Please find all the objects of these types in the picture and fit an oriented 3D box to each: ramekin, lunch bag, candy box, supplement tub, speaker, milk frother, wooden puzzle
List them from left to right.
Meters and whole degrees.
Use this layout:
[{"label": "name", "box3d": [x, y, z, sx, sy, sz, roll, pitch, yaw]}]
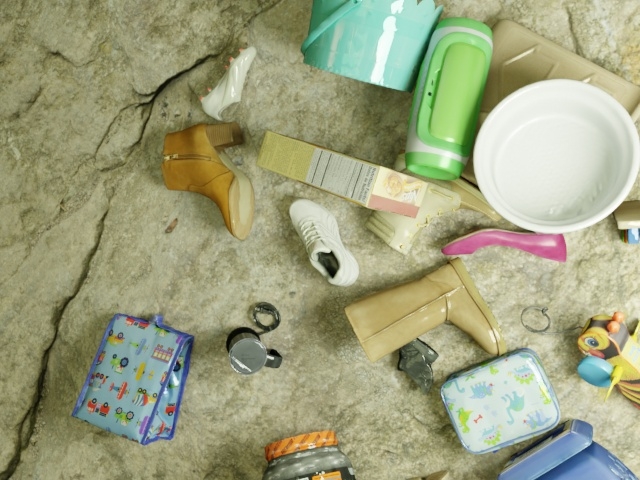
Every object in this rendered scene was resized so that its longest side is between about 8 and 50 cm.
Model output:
[{"label": "lunch bag", "box3d": [-0.450, 0.324, 1.685, 0.221, 0.138, 0.293, 14, 86, 21]}, {"label": "milk frother", "box3d": [-0.150, 0.222, 1.563, 0.129, 0.135, 0.143, 0, 94, -12]}, {"label": "supplement tub", "box3d": [-0.010, 0.596, 1.459, 0.207, 0.207, 0.338, -21, 66, 18]}, {"label": "candy box", "box3d": [0.040, -0.139, 1.419, 0.316, 0.183, 0.087, 23, 99, 38]}, {"label": "speaker", "box3d": [0.251, -0.275, 1.336, 0.131, 0.131, 0.296, 12, 85, 19]}, {"label": "lunch bag", "box3d": [0.372, 0.335, 1.409, 0.219, 0.090, 0.176, -27, 81, 17]}, {"label": "wooden puzzle", "box3d": [0.421, -0.236, 1.381, 0.348, 0.080, 0.322, 35, 94, 20]}, {"label": "ramekin", "box3d": [0.429, -0.141, 1.249, 0.277, 0.135, 0.277, -3, 82, 19]}]

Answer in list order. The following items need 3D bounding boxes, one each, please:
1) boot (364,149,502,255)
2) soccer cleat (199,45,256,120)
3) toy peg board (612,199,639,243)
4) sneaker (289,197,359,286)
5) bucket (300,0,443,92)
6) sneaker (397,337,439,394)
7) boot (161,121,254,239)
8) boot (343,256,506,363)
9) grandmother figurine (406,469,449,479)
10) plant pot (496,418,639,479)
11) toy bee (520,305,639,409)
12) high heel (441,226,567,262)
[{"label": "boot", "box3d": [0.239, -0.052, 1.447, 0.262, 0.095, 0.203, 30, 100, 18]}, {"label": "soccer cleat", "box3d": [-0.206, -0.373, 1.617, 0.076, 0.068, 0.196, 41, 105, -1]}, {"label": "toy peg board", "box3d": [0.642, -0.024, 1.283, 0.161, 0.160, 0.079, -4, 105, 19]}, {"label": "sneaker", "box3d": [0.000, 0.000, 1.519, 0.090, 0.115, 0.232, -38, 79, 16]}, {"label": "bucket", "box3d": [0.098, -0.425, 1.402, 0.281, 0.281, 0.183, 21, 106, 18]}, {"label": "sneaker", "box3d": [0.190, 0.250, 1.491, 0.170, 0.051, 0.089, 38, 98, 11]}, {"label": "boot", "box3d": [-0.277, -0.133, 1.631, 0.211, 0.104, 0.295, -10, 82, 24]}, {"label": "boot", "box3d": [0.218, 0.186, 1.428, 0.269, 0.089, 0.236, -27, 69, -1]}, {"label": "grandmother figurine", "box3d": [0.295, 0.668, 1.442, 0.208, 0.104, 0.342, -26, 86, 37]}, {"label": "plant pot", "box3d": [0.478, 0.484, 1.306, 0.236, 0.236, 0.212, -39, 72, 15]}, {"label": "toy bee", "box3d": [0.549, 0.213, 1.292, 0.298, 0.162, 0.195, 18, 58, -3]}, {"label": "high heel", "box3d": [0.380, 0.022, 1.416, 0.244, 0.082, 0.117, -18, 91, 12]}]
